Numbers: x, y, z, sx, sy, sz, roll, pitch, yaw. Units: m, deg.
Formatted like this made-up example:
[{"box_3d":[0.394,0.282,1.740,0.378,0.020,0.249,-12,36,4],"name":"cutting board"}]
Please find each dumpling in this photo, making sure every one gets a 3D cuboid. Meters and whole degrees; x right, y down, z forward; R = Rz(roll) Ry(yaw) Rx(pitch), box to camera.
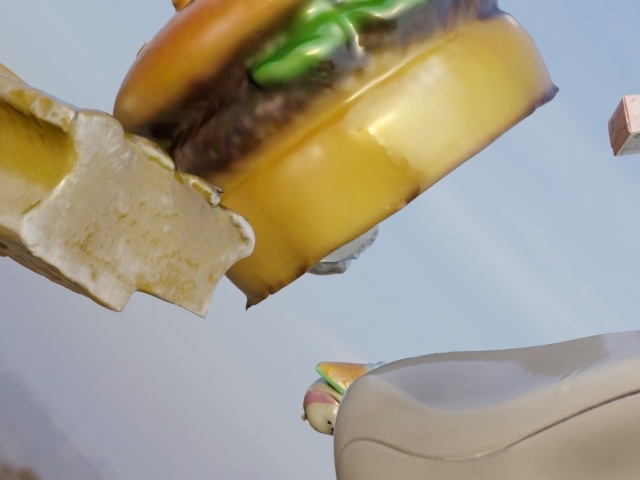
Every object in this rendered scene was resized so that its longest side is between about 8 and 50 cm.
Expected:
[{"box_3d":[-0.001,-0.001,2.385,0.176,0.092,0.150,7,25,-35],"name":"dumpling"}]

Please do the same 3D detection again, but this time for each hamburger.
[{"box_3d":[-0.007,-0.145,1.667,0.277,0.396,0.396,54,-11,-1],"name":"hamburger"}]

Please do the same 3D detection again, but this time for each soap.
[{"box_3d":[-0.225,-0.056,1.404,0.281,0.143,0.259,22,-6,36],"name":"soap"}]

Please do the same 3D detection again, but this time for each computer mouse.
[{"box_3d":[0.124,0.138,0.945,0.297,0.121,0.184,1,-60,39],"name":"computer mouse"}]

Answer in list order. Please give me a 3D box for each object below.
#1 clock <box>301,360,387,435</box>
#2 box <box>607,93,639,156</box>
[{"box_3d":[0.062,0.249,2.553,0.231,0.144,0.103,52,17,-29],"name":"clock"},{"box_3d":[0.381,-0.130,1.967,0.089,0.125,0.043,106,-24,-74],"name":"box"}]
